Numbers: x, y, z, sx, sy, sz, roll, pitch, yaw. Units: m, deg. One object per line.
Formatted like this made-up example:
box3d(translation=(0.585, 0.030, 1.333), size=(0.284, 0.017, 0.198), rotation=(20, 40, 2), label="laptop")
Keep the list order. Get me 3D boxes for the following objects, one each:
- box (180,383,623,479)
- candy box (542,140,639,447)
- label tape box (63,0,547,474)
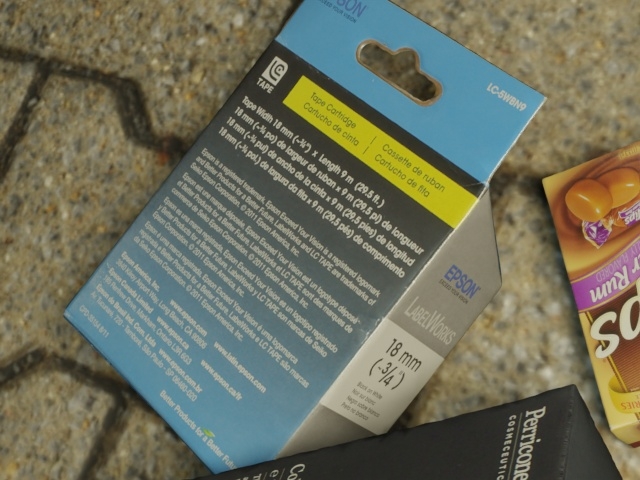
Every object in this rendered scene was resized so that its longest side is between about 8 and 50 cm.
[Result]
box3d(translation=(0.010, 0.278, 0.746), size=(0.312, 0.179, 0.343), rotation=(-18, 26, 26), label="box")
box3d(translation=(0.220, 0.027, 0.901), size=(0.109, 0.053, 0.187), rotation=(-23, 60, 21), label="candy box")
box3d(translation=(0.000, 0.000, 1.017), size=(0.334, 0.106, 0.240), rotation=(-52, 52, 2), label="label tape box")
